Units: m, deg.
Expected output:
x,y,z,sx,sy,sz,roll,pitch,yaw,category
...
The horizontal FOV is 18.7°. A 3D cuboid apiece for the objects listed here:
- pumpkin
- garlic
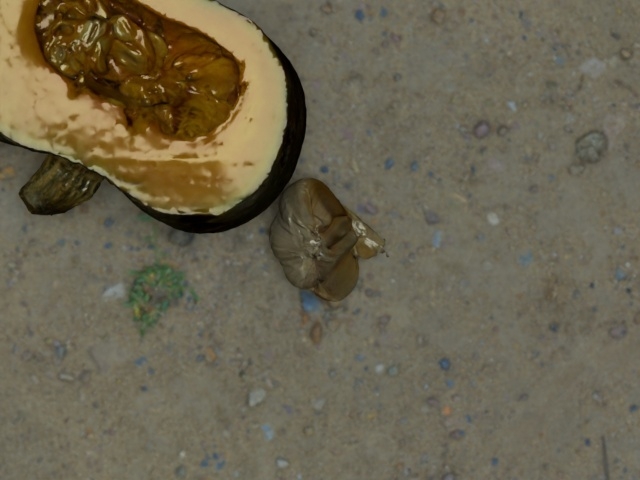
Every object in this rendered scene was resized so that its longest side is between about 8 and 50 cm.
x,y,z,sx,sy,sz,roll,pitch,yaw,category
-0.168,-0.111,1.602,0.317,0.139,0.221,28,85,-12,pumpkin
-0.004,0.002,1.660,0.074,0.094,0.113,-18,104,33,garlic
